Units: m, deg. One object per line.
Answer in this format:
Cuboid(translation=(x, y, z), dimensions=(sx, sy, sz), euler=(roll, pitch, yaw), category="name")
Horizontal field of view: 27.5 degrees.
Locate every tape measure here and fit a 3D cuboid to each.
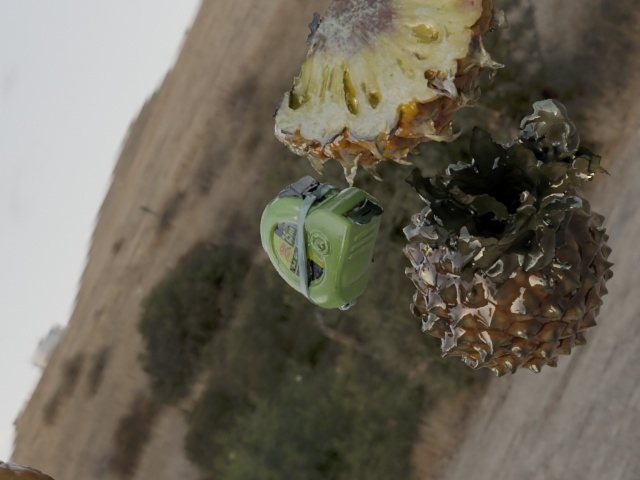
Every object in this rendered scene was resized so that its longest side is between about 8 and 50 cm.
Cuboid(translation=(0.000, 0.000, 1.587), dimensions=(0.087, 0.154, 0.177), euler=(-35, -34, -38), category="tape measure")

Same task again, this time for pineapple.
Cuboid(translation=(0.141, -0.007, 0.956), dimensions=(0.361, 0.175, 0.175), euler=(78, -145, -70), category="pineapple")
Cuboid(translation=(0.123, -0.198, 1.481), dimensions=(0.344, 0.209, 0.286), euler=(-63, -15, -4), category="pineapple")

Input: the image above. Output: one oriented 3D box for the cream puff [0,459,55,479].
Cuboid(translation=(-0.413, 0.436, 1.649), dimensions=(0.212, 0.303, 0.303), euler=(-45, 8, 21), category="cream puff")
